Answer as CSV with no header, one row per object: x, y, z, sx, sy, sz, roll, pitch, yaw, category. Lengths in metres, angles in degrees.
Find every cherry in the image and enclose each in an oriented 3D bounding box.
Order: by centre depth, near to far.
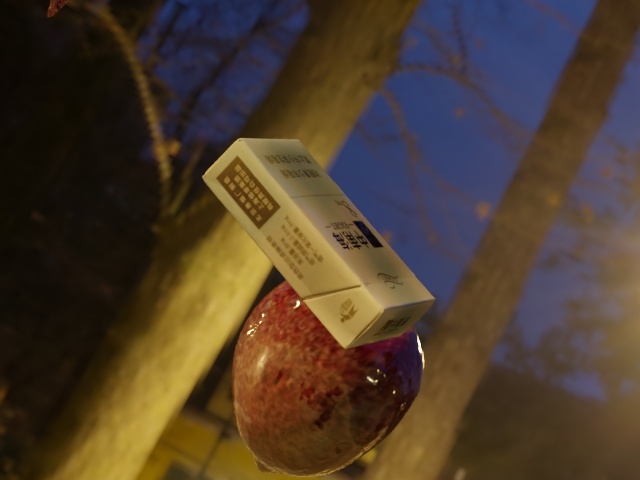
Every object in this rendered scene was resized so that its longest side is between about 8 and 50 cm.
0.000,0.170,2.376,0.230,0.300,0.203,31,14,7,cherry

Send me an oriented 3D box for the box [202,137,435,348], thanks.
0.000,0.000,2.021,0.243,0.067,0.155,50,21,15,box

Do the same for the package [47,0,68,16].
-0.276,-0.289,2.106,0.029,0.083,0.059,29,-29,-3,package
